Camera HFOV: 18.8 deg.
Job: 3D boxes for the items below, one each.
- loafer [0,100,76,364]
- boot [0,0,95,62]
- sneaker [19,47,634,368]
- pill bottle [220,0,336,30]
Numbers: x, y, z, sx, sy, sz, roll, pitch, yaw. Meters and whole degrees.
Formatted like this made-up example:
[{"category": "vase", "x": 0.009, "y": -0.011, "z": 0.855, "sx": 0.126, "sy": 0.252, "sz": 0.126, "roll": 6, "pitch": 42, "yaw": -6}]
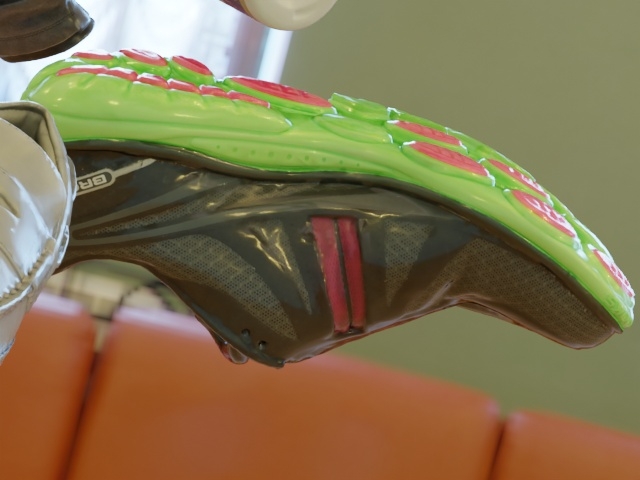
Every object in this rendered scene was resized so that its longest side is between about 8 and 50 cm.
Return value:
[{"category": "loafer", "x": -0.166, "y": -0.004, "z": 0.823, "sx": 0.112, "sy": 0.111, "sz": 0.319, "roll": 26, "pitch": 9, "yaw": -7}, {"category": "boot", "x": -0.380, "y": -0.257, "z": 1.727, "sx": 0.338, "sy": 0.223, "sz": 0.118, "roll": 10, "pitch": 44, "yaw": 25}, {"category": "sneaker", "x": 0.000, "y": 0.000, "z": 1.447, "sx": 0.483, "sy": 0.202, "sz": 0.185, "roll": 15, "pitch": 17, "yaw": -8}, {"category": "pill bottle", "x": -0.071, "y": -0.261, "z": 1.672, "sx": 0.112, "sy": 0.112, "sz": 0.186, "roll": 7, "pitch": 19, "yaw": -43}]
